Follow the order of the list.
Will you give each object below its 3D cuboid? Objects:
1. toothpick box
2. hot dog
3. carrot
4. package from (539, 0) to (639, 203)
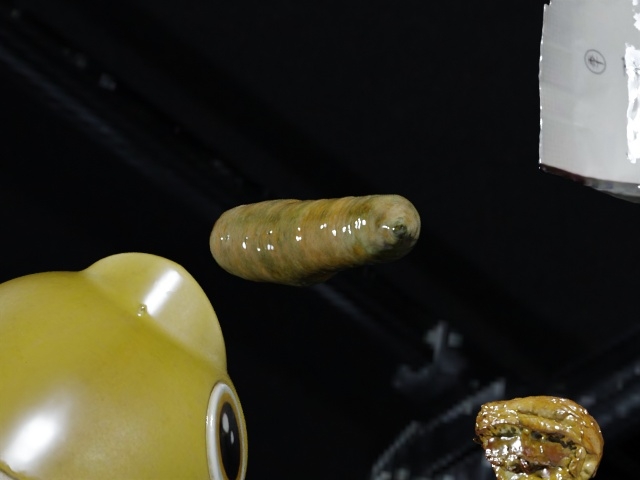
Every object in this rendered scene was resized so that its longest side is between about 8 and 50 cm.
[{"bbox_3d":[-0.284,0.247,1.914,0.409,0.425,0.409,29,-28,17],"label":"toothpick box"},{"bbox_3d":[0.116,0.111,0.961,0.083,0.035,0.058,-13,-81,54],"label":"hot dog"},{"bbox_3d":[-0.001,-0.001,1.268,0.070,0.070,0.342,29,-12,-19],"label":"carrot"},{"bbox_3d":[0.267,-0.118,1.329,0.251,0.204,0.062,10,-22,-23],"label":"package"}]
